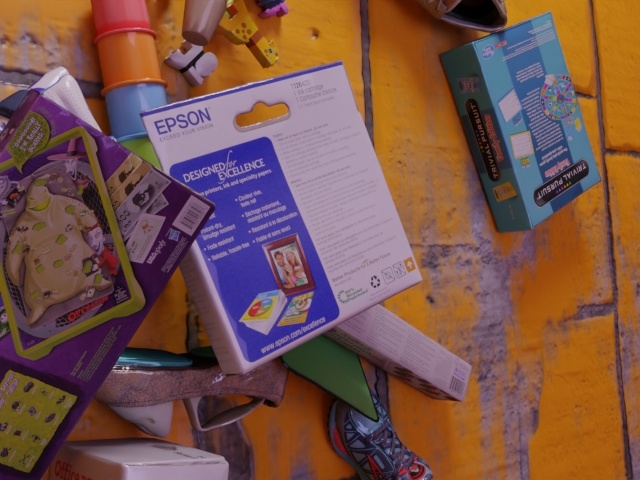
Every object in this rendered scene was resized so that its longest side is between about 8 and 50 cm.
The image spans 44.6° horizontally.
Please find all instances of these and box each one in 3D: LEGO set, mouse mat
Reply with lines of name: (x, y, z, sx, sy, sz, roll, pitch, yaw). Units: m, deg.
LEGO set: (-0.092, -0.281, 1.047, 0.093, 0.087, 0.227, 51, 59, -23)
mouse mat: (0.002, 0.158, 1.061, 0.189, 0.007, 0.153, 38, 19, -30)

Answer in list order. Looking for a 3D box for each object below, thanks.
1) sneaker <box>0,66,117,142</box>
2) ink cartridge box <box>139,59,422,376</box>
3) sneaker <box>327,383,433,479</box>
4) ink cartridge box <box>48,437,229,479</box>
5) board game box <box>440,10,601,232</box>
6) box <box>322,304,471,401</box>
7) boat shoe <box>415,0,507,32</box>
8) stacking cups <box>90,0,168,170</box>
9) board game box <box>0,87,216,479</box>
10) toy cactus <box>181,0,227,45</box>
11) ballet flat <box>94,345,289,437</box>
sneaker: (-0.357, -0.105, 0.795, 0.322, 0.130, 0.236, 35, 60, -29)
ink cartridge box: (-0.043, -0.037, 0.948, 0.303, 0.072, 0.307, -23, 91, -36)
sneaker: (0.108, 0.313, 1.120, 0.104, 0.125, 0.262, -37, 109, -36)
ink cartridge box: (-0.205, 0.361, 0.810, 0.121, 0.211, 0.289, 10, 78, -36)
board game box: (0.370, -0.217, 1.417, 0.253, 0.079, 0.336, -28, 103, -37)
box: (0.107, 0.156, 1.161, 0.324, 0.063, 0.067, 34, 64, -36)
boat shoe: (0.199, -0.422, 1.262, 0.302, 0.113, 0.103, 7, 46, -38)
stacking cups: (-0.209, -0.150, 0.934, 0.096, 0.096, 0.316, -8, 90, -39)
board game box: (-0.277, 0.057, 0.750, 0.208, 0.056, 0.347, 35, 88, -39)
toy cactus: (-0.130, -0.321, 0.962, 0.112, 0.218, 0.181, 68, 35, -70)
ballet flat: (-0.164, 0.178, 0.933, 0.316, 0.107, 0.106, 3, 91, -37)
